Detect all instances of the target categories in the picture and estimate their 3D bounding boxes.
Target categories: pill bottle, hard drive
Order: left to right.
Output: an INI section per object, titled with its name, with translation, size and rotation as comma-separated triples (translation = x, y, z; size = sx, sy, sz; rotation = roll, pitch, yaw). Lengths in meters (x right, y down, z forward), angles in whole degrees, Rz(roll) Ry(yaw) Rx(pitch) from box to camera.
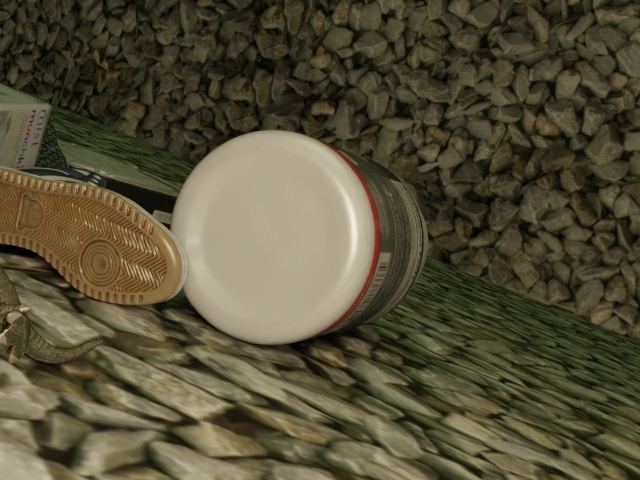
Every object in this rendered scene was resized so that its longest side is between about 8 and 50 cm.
[hard drive]
translation = -0.363, -0.102, 1.551
size = 0.237, 0.064, 0.339
rotation = 16, 6, -42
[pill bottle]
translation = 0.000, 0.000, 1.080
size = 0.210, 0.210, 0.363
rotation = 22, 5, 17

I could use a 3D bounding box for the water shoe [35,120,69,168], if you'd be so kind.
[water shoe]
translation = -0.400, -0.098, 1.359
size = 0.073, 0.080, 0.203
rotation = 14, 33, -27

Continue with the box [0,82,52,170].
[box]
translation = -0.488, -0.149, 1.120
size = 0.262, 0.126, 0.231
rotation = 20, 10, 4

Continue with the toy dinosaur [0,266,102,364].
[toy dinosaur]
translation = -0.264, 0.002, 0.588
size = 0.314, 0.121, 0.160
rotation = 11, 17, -45

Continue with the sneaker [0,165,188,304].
[sneaker]
translation = -0.226, -0.013, 0.973
size = 0.282, 0.099, 0.153
rotation = 19, 6, 22
